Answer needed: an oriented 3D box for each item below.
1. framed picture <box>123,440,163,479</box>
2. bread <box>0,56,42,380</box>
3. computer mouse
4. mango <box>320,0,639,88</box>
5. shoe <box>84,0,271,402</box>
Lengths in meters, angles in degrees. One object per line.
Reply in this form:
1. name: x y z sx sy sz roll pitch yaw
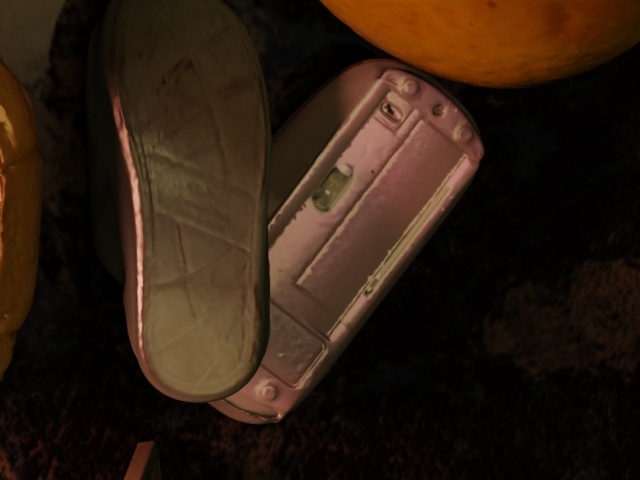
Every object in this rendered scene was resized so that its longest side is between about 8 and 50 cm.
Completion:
1. framed picture: -0.102 0.272 1.193 0.016 0.184 0.250 -5 109 6
2. bread: -0.251 -0.012 1.081 0.198 0.120 0.236 1 104 -22
3. computer mouse: 0.000 0.000 1.226 0.126 0.056 0.245 38 89 -25
4. mango: 0.075 -0.300 1.093 0.301 0.220 0.445 -25 103 7
5. shoe: -0.088 -0.027 1.162 0.103 0.100 0.251 -3 81 -21
